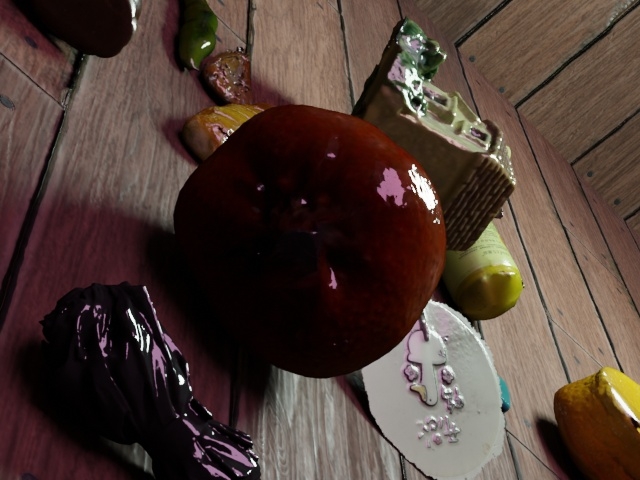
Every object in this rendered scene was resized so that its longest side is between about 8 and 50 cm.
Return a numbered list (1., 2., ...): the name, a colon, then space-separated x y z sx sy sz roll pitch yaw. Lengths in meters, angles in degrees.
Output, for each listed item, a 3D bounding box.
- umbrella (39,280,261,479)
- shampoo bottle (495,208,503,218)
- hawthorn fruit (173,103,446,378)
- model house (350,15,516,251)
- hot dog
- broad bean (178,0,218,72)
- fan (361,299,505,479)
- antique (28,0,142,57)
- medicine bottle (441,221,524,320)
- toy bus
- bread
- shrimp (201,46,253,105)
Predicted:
1. umbrella: -0.106 0.179 1.080 0.340 0.118 0.118 52 18 -11
2. shampoo bottle: 0.282 -0.059 2.431 0.068 0.067 0.236 45 17 15
3. hawthorn fruit: -0.005 -0.010 1.393 0.295 0.295 0.311 45 18 -13
4. model house: 0.172 -0.156 1.978 0.266 0.261 0.321 30 28 -5
5. hot dog: -0.106 -0.150 1.749 0.088 0.061 0.286 39 17 3
6. broad bean: -0.180 -0.317 1.918 0.060 0.043 0.297 17 29 -15
7. fan: 0.126 0.097 1.617 0.233 0.012 0.414 3 68 -41
8. antique: -0.313 -0.339 1.550 0.257 0.121 0.143 45 12 -16
9. medicine bottle: 0.238 0.021 2.105 0.124 0.124 0.239 30 29 -45
10. toy bus: 0.167 0.172 1.693 0.160 0.092 0.079 44 18 -16
11. bread: 0.470 0.317 2.018 0.270 0.143 0.195 38 24 -26
12. shrimp: -0.128 -0.240 1.898 0.091 0.043 0.184 43 25 -16
